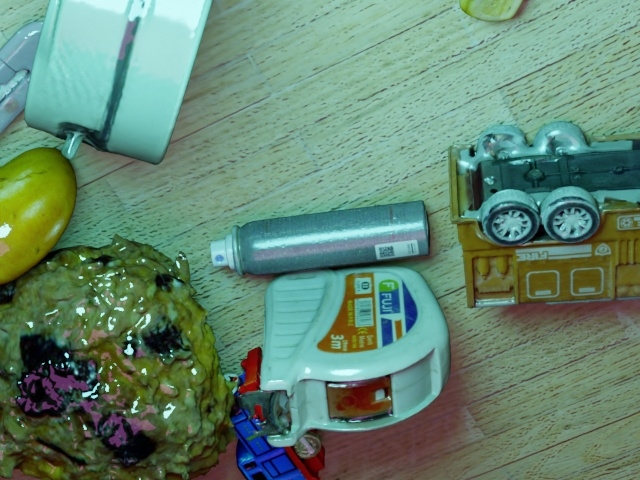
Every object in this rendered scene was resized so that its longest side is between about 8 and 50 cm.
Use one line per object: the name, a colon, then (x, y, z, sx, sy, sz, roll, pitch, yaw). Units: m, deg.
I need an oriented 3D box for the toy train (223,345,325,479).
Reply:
toy train: (-0.075, 0.259, 2.132, 0.131, 0.082, 0.204, -23, 119, 16)

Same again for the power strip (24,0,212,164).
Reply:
power strip: (-0.201, -0.249, 1.650, 0.161, 0.357, 0.357, 17, 121, -8)

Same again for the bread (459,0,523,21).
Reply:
bread: (0.207, -0.312, 1.783, 0.082, 0.056, 0.115, 0, 137, -22)

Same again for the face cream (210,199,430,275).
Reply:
face cream: (0.000, 0.000, 1.971, 0.284, 0.073, 0.073, -7, 122, 4)

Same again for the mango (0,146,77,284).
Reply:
mango: (-0.376, -0.037, 1.872, 0.145, 0.219, 0.112, 5, 138, 33)

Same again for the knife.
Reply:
knife: (-0.444, -0.121, 1.859, 0.398, 0.038, 0.132, -45, 126, 7)

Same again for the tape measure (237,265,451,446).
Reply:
tape measure: (0.033, 0.143, 1.952, 0.265, 0.258, 0.130, -3, 120, 2)

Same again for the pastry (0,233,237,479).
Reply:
pastry: (-0.298, 0.158, 1.950, 0.405, 0.292, 0.337, 13, 111, 3)

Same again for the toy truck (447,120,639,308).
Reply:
toy truck: (0.358, -0.025, 1.904, 0.388, 0.173, 0.207, -3, 129, 5)
